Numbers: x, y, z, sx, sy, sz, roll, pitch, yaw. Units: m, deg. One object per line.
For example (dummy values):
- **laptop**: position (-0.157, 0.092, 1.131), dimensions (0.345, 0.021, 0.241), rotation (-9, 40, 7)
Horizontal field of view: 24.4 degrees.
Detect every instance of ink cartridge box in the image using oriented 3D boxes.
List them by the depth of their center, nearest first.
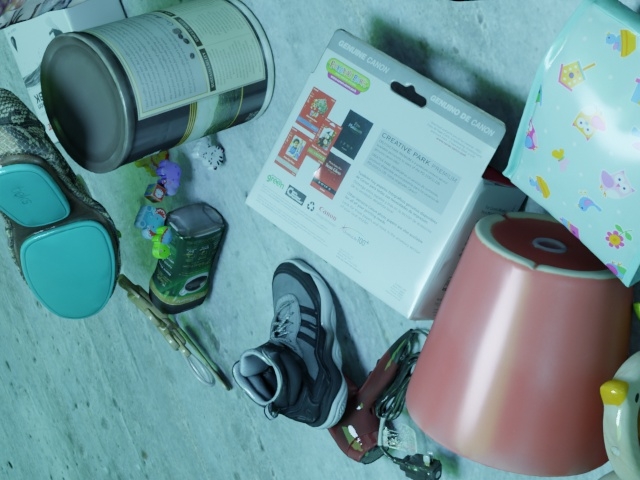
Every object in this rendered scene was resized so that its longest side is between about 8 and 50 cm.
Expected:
- **ink cartridge box**: position (0.097, -0.086, 1.920), dimensions (0.309, 0.130, 0.272), rotation (36, 105, 32)
- **ink cartridge box**: position (-0.402, -0.312, 2.415), dimensions (0.197, 0.114, 0.273), rotation (-18, 95, 50)

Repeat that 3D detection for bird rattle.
- **bird rattle**: position (0.392, 0.199, 1.695), dimensions (0.143, 0.207, 0.254), rotation (17, 124, 46)

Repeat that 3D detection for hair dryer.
- **hair dryer**: position (0.084, 0.223, 2.185), dimensions (0.293, 0.080, 0.224), rotation (11, 98, 41)

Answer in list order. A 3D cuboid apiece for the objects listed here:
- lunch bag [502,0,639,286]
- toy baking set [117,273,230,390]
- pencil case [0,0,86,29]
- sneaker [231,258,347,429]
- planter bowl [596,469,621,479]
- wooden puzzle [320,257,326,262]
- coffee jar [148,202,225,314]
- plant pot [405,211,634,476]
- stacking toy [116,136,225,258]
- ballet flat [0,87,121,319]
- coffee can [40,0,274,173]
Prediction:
- **lunch bag**: position (0.346, -0.123, 1.634), dimensions (0.223, 0.160, 0.262), rotation (44, 141, 26)
- **toy baking set**: position (-0.250, 0.158, 2.451), dimensions (0.256, 0.030, 0.197), rotation (49, 180, -42)
- **pencil case**: position (-0.407, -0.395, 2.150), dimensions (0.183, 0.410, 0.160), rotation (-8, 104, 43)
- **sneaker**: position (-0.055, 0.144, 2.169), dimensions (0.101, 0.153, 0.269), rotation (-33, 60, 39)
- **planter bowl**: position (0.407, 0.334, 1.797), dimensions (0.162, 0.162, 0.109), rotation (52, 124, 17)
- **wooden puzzle**: position (0.000, 0.000, 2.199), dimensions (0.083, 0.006, 0.049), rotation (47, 137, 22)
- **coffee jar**: position (-0.219, 0.033, 2.391), dimensions (0.079, 0.096, 0.184), rotation (45, 136, 30)
- **plant pot**: position (0.255, 0.111, 1.787), dimensions (0.275, 0.275, 0.243), rotation (28, 117, 38)
- **stacking toy**: position (-0.251, -0.061, 2.317), dimensions (0.167, 0.221, 0.052), rotation (-3, 148, 48)
- **ballet flat**: position (-0.400, -0.065, 2.166), dimensions (0.483, 0.164, 0.182), rotation (76, 180, -61)
- **coffee can**: position (-0.233, -0.230, 2.136), dimensions (0.201, 0.275, 0.202), rotation (24, 125, 40)
